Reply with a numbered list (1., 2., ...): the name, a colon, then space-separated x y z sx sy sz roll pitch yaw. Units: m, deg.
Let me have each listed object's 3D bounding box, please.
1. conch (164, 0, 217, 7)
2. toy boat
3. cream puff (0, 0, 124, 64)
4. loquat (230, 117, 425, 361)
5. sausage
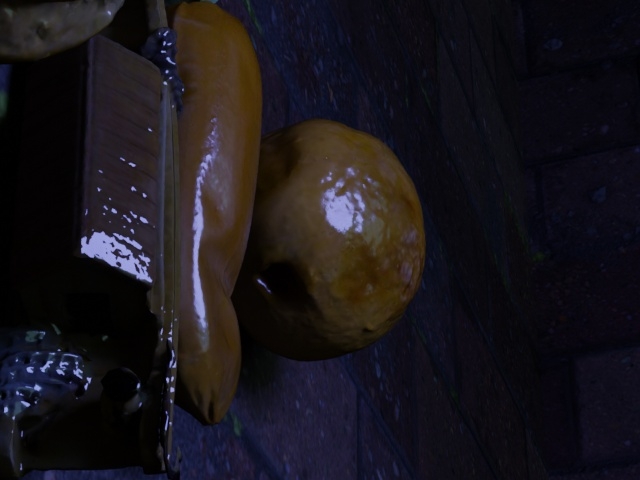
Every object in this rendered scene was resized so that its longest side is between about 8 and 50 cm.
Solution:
1. conch: -0.125 -0.254 1.430 0.079 0.094 0.201 -109 -174 -48
2. toy boat: -0.159 -0.037 1.105 0.162 0.135 0.446 88 0 -52
3. cream puff: -0.176 -0.285 0.924 0.231 0.327 0.343 44 -49 43
4. loquat: 0.000 0.000 1.523 0.238 0.193 0.238 -18 90 -74
5. sausage: -0.108 -0.021 1.303 0.134 0.116 0.354 80 9 -62
